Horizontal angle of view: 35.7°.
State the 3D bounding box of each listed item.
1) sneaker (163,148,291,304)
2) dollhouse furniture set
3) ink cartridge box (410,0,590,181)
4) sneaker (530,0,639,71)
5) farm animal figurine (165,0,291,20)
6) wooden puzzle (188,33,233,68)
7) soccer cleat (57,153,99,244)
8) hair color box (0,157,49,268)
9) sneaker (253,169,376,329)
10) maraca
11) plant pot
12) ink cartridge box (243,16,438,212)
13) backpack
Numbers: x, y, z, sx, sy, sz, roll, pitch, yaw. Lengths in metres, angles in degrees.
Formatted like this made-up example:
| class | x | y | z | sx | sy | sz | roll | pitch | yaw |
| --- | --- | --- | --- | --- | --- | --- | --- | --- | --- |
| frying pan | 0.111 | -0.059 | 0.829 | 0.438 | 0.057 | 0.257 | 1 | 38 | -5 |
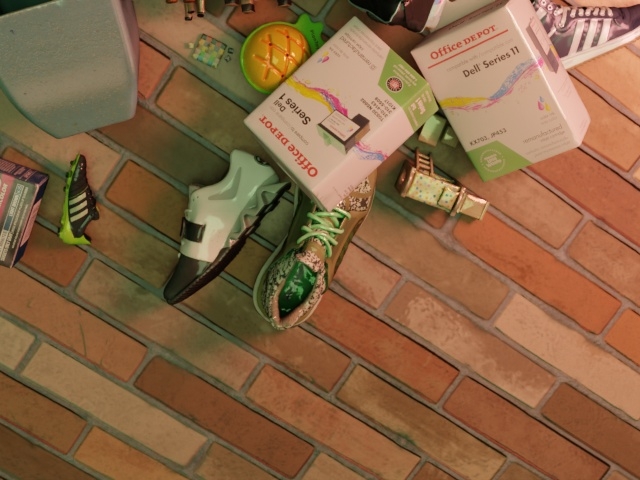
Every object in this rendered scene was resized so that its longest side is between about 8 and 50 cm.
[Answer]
| class | x | y | z | sx | sy | sz | roll | pitch | yaw |
| --- | --- | --- | --- | --- | --- | --- | --- | --- | --- |
| sneaker | -0.209 | -0.029 | 1.869 | 0.146 | 0.122 | 0.330 | 41 | 100 | 6 |
| dollhouse furniture set | 0.257 | -0.133 | 1.866 | 0.182 | 0.101 | 0.161 | 20 | 103 | -9 |
| ink cartridge box | 0.306 | -0.305 | 1.773 | 0.207 | 0.119 | 0.353 | -22 | 107 | 36 |
| sneaker | 0.470 | -0.406 | 1.811 | 0.282 | 0.099 | 0.153 | -24 | 107 | 6 |
| farm animal figurine | -0.103 | -0.486 | 1.643 | 0.330 | 0.327 | 0.172 | -7 | 93 | -3 |
| wooden puzzle | -0.204 | -0.348 | 1.829 | 0.083 | 0.006 | 0.049 | 26 | 102 | -10 |
| soccer cleat | -0.447 | -0.076 | 1.863 | 0.072 | 0.060 | 0.179 | 8 | 111 | -16 |
| hair color box | -0.696 | -0.093 | 1.813 | 0.347 | 0.105 | 0.174 | 20 | 102 | -8 |
| sneaker | 0.000 | 0.000 | 1.843 | 0.158 | 0.182 | 0.410 | 20 | 102 | -9 |
| maraca | -0.063 | -0.338 | 1.798 | 0.186 | 0.099 | 0.127 | -29 | 108 | -23 |
| plant pot | -0.427 | -0.326 | 1.709 | 0.248 | 0.247 | 0.252 | -16 | 122 | 0 |
| ink cartridge box | 0.035 | -0.221 | 1.760 | 0.278 | 0.117 | 0.201 | -43 | 68 | 0 |
| backpack | 0.137 | -0.458 | 1.734 | 0.144 | 0.188 | 0.166 | 5 | 110 | -43 |
